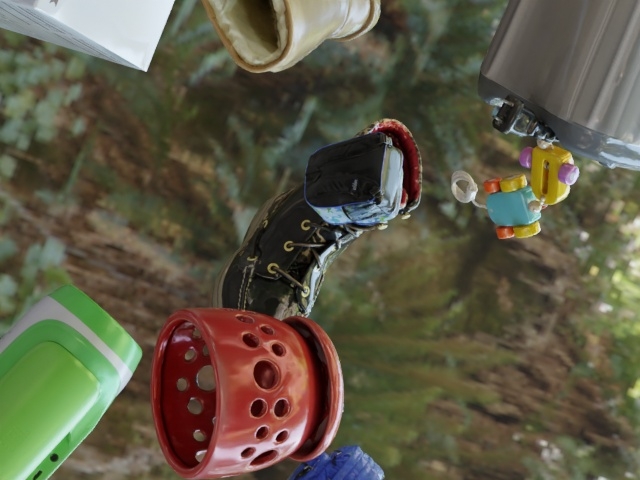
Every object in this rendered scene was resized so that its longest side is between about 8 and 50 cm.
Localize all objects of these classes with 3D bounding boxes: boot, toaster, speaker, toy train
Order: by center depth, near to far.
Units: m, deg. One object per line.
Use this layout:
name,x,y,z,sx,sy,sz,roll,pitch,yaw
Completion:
toaster,0.190,-0.121,0.829,0.129,0.227,0.147,37,-66,47
boot,-0.039,-0.262,1.230,0.089,0.269,0.236,-27,-88,21
toy train,0.188,-0.079,1.376,0.125,0.046,0.166,50,-37,21
speaker,-0.317,0.186,1.482,0.296,0.131,0.131,-48,-149,-13
boot,0.000,0.000,2.118,0.284,0.138,0.377,-37,-162,35

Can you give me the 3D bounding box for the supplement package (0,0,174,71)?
supplement package,-0.300,-0.327,1.569,0.262,0.198,0.199,20,-94,31

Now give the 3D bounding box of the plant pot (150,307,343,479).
plant pot,-0.082,0.169,1.682,0.191,0.174,0.191,4,-86,58

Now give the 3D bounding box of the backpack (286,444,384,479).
backpack,0.018,0.319,1.926,0.120,0.101,0.098,-43,-174,-13

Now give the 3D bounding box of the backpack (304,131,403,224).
backpack,0.043,-0.068,1.818,0.114,0.084,0.105,-9,-122,27
